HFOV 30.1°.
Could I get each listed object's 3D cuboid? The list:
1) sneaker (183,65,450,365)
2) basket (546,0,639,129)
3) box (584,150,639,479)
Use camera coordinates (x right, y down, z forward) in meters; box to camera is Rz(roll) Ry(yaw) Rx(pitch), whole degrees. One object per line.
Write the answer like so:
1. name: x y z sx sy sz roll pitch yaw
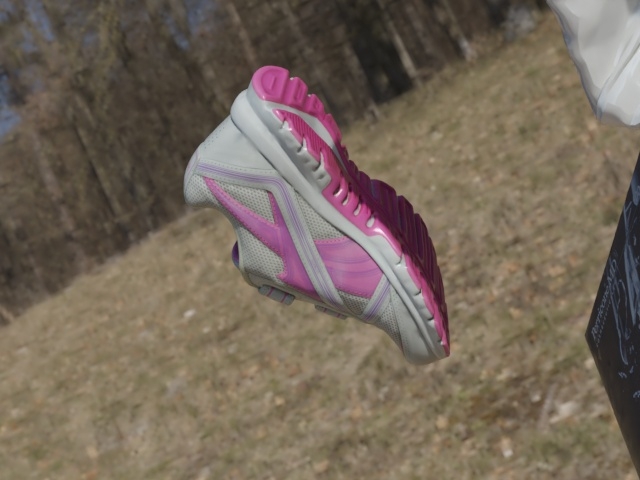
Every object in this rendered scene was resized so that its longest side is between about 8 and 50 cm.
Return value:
1. sneaker: 0.000 0.000 0.846 0.111 0.252 0.103 -33 20 21
2. basket: 0.257 -0.270 0.547 0.328 0.331 0.266 -7 32 42
3. box: 0.359 0.052 0.910 0.178 0.312 0.343 2 -54 -6
